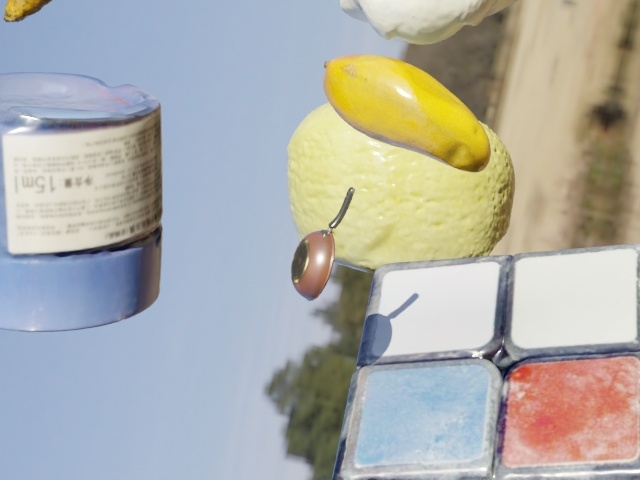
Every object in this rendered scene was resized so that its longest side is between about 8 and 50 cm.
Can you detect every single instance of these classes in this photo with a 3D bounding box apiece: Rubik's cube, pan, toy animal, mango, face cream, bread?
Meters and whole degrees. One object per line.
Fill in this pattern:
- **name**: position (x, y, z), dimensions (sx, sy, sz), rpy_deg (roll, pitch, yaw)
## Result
- **Rubik's cube**: position (0.214, 0.222, 1.740), dimensions (0.316, 0.313, 0.318), rpy_deg (-78, -23, -44)
- **pan**: position (0.000, 0.000, 1.561), dimensions (0.115, 0.023, 0.068), rpy_deg (-67, 22, 13)
- **toy animal**: position (0.138, -0.354, 2.309), dimensions (0.289, 0.249, 0.174), rpy_deg (-31, -67, -51)
- **mango**: position (0.082, -0.128, 1.653), dimensions (0.075, 0.190, 0.098), rpy_deg (-52, -19, -16)
- **face cream**: position (-0.287, -0.049, 1.766), dimensions (0.249, 0.249, 0.225), rpy_deg (-58, -26, -71)
- **bread**: position (0.109, -0.081, 2.343), dimensions (0.320, 0.320, 0.237), rpy_deg (-40, -42, -79)

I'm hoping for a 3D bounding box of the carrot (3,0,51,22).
- **carrot**: position (-0.321, -0.403, 2.326), dimensions (0.314, 0.066, 0.066), rpy_deg (-42, 0, 10)
